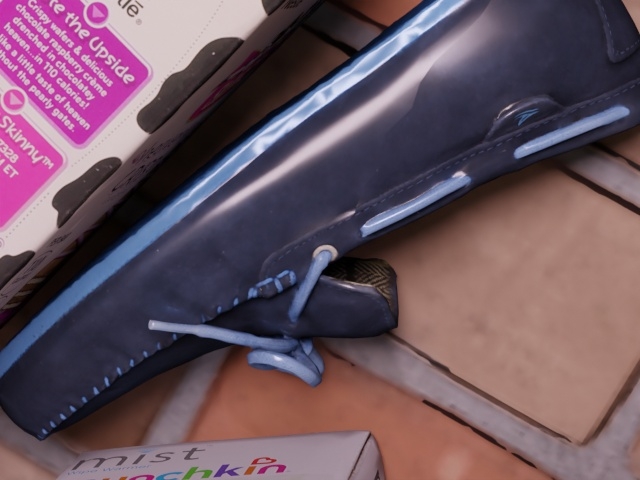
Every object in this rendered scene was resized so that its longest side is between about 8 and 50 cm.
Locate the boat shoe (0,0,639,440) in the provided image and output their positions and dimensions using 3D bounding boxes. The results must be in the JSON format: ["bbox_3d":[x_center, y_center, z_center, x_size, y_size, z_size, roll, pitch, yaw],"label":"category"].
[{"bbox_3d":[0.000,0.000,0.592,0.258,0.109,0.089,-36,96,15],"label":"boat shoe"}]

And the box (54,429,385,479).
[{"bbox_3d":[-0.036,0.219,0.571,0.126,0.231,0.262,-5,100,9],"label":"box"}]

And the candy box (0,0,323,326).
[{"bbox_3d":[-0.077,-0.051,0.566,0.071,0.159,0.233,45,104,-2],"label":"candy box"}]
